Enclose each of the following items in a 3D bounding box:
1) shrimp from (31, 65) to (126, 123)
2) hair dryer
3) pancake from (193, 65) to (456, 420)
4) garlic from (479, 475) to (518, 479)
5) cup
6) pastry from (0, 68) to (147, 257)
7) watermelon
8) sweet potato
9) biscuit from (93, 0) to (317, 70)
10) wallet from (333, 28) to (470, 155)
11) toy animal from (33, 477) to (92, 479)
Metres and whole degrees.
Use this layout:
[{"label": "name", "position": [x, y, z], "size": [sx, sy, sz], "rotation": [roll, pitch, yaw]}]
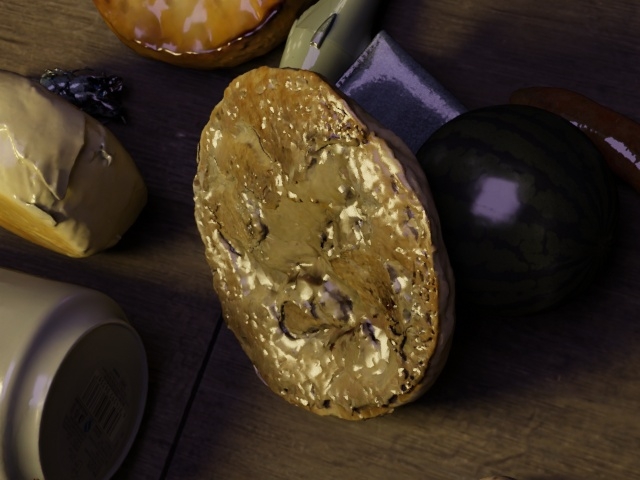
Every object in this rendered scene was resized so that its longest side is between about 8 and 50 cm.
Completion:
[{"label": "shrimp", "position": [-0.302, -0.157, 2.057], "size": [0.174, 0.076, 0.082], "rotation": [2, 100, 24]}, {"label": "hair dryer", "position": [0.074, -0.229, 1.912], "size": [0.225, 0.088, 0.219], "rotation": [8, 83, 15]}, {"label": "pancake", "position": [0.000, 0.001, 1.769], "size": [0.387, 0.082, 0.387], "rotation": [31, 133, 40]}, {"label": "garlic", "position": [0.194, 0.286, 1.736], "size": [0.152, 0.066, 0.084], "rotation": [52, 127, 29]}, {"label": "cup", "position": [-0.378, 0.180, 1.919], "size": [0.327, 0.237, 0.323], "rotation": [14, 99, 25]}, {"label": "pastry", "position": [-0.308, -0.080, 1.939], "size": [0.265, 0.265, 0.133], "rotation": [26, 72, 27]}, {"label": "watermelon", "position": [0.180, -0.029, 1.739], "size": [0.212, 0.212, 0.212], "rotation": [-6, 74, 22]}, {"label": "sweet potato", "position": [0.289, -0.089, 1.794], "size": [0.255, 0.058, 0.078], "rotation": [43, 112, 24]}, {"label": "biscuit", "position": [-0.120, -0.328, 2.006], "size": [0.296, 0.102, 0.296], "rotation": [-5, 75, 18]}, {"label": "wallet", "position": [0.049, -0.085, 1.867], "size": [0.167, 0.036, 0.222], "rotation": [43, 102, 8]}, {"label": "toy animal", "position": [-0.173, 0.340, 1.787], "size": [0.260, 0.087, 0.243], "rotation": [-8, 113, 2]}]
